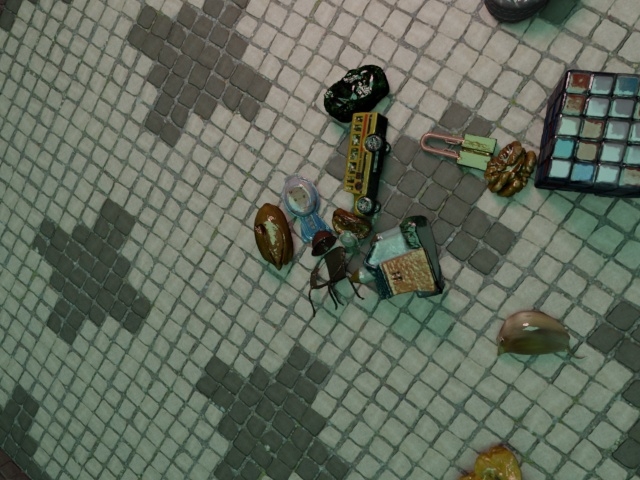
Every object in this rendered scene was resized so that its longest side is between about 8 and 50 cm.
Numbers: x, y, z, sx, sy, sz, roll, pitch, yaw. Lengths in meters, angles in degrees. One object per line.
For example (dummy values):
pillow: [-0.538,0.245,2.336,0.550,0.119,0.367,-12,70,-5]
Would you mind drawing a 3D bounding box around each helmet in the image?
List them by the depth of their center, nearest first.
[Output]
helmet: [0.000,0.000,1.669,0.111,0.089,0.057,-51,57,33]

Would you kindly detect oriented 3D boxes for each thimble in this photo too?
thimble: [0.591,-0.769,1.389,0.205,0.172,0.237,33,105,11]

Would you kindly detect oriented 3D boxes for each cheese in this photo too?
cheese: [0.098,0.008,1.626,0.067,0.121,0.026,8,52,18]
cheese: [-0.057,-0.120,1.688,0.135,0.052,0.245,-20,98,18]

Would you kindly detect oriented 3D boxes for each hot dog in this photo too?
hot dog: [0.103,-0.054,1.632,0.147,0.065,0.099,28,134,14]

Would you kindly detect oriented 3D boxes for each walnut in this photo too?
walnut: [0.584,-0.214,1.454,0.142,0.069,0.170,27,101,-12]
walnut: [-0.166,-0.013,1.696,0.137,0.137,0.246,-11,98,18]

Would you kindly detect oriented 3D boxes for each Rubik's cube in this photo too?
Rubik's cube: [0.768,-0.275,1.292,0.291,0.287,0.294,12,96,17]

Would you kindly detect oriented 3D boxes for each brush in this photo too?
brush: [0.434,-0.297,1.527,0.233,0.047,0.103,17,98,18]

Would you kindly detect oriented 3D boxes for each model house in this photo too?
model house: [0.232,0.075,1.538,0.290,0.184,0.253,-18,88,19]

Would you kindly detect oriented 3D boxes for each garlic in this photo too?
garlic: [0.681,0.290,1.455,0.266,0.149,0.129,6,58,22]

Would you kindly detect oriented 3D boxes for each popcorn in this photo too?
popcorn: [0.542,0.813,1.464,0.264,0.225,0.333,20,87,21]

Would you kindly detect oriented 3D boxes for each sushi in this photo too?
sushi: [0.119,-0.487,1.577,0.224,0.127,0.124,-30,82,16]

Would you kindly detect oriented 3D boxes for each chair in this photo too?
chair: [0.038,0.132,1.618,0.174,0.149,0.213,-27,75,47]

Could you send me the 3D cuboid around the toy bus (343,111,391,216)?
toy bus: [0.151,-0.249,1.583,0.122,0.121,0.336,11,97,24]
